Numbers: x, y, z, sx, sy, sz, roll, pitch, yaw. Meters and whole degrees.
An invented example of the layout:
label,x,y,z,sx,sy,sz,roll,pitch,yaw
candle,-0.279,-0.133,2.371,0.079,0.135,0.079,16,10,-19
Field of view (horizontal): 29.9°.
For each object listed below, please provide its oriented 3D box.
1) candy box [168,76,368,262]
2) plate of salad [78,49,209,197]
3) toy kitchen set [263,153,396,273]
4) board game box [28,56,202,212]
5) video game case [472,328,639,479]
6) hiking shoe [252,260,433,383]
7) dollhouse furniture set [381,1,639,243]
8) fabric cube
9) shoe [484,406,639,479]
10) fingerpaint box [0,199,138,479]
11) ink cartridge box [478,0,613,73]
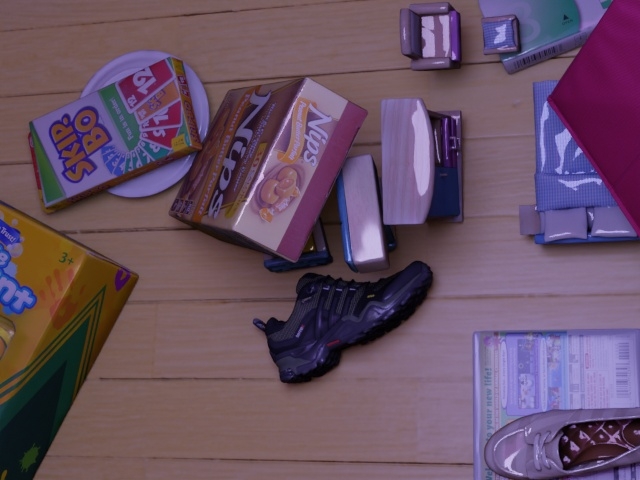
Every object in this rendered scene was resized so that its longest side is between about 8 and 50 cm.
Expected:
label,x,y,z,sx,sy,sz,roll,pitch,yaw
candy box,-0.071,-0.085,1.400,0.087,0.316,0.183,27,85,-19
plate of salad,-0.236,-0.154,1.592,0.199,0.048,0.200,-3,80,17
toy kitchen set,0.000,0.000,1.400,0.166,0.207,0.122,-9,74,8
board game box,-0.278,-0.132,1.555,0.259,0.039,0.124,-21,75,26
video game case,0.272,0.208,1.377,0.193,0.023,0.212,-2,78,15
hiking shoe,0.025,0.075,1.445,0.227,0.086,0.114,-34,74,7
dollhouse furniture set,0.239,-0.137,1.340,0.303,0.198,0.286,-1,92,18
fabric cube,0.430,-0.150,1.202,0.254,0.258,0.259,-26,73,-19
shoe,0.286,0.219,1.325,0.219,0.058,0.077,-12,75,13
fingerpaint box,-0.525,0.099,1.557,0.444,0.163,0.371,26,86,20
ink cartridge box,0.275,-0.340,1.488,0.181,0.056,0.225,-22,74,10
